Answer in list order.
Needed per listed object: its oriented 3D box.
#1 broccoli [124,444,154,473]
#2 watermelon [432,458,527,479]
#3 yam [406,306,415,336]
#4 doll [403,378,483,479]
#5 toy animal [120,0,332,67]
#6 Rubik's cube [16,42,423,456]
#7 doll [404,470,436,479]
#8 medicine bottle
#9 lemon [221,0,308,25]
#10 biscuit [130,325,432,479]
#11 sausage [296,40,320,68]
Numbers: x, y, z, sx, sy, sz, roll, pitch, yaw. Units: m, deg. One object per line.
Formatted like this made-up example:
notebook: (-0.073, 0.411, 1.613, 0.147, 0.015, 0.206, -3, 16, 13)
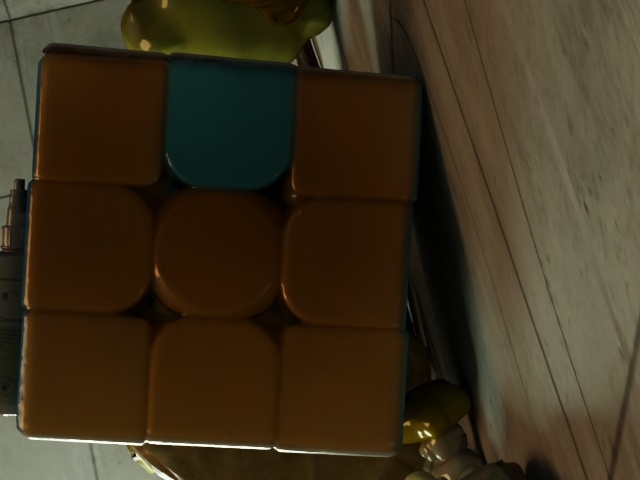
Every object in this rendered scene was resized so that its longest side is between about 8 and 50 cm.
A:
broccoli: (-0.101, 0.205, 2.516, 0.221, 0.361, 0.252, 59, -156, 13)
watermelon: (0.074, 0.248, 1.227, 0.322, 0.188, 0.175, 94, 161, -71)
yam: (0.018, 0.027, 1.777, 0.131, 0.131, 0.279, -134, 31, -82)
doll: (0.104, 0.176, 1.508, 0.135, 0.072, 0.113, 46, 160, 61)
toy animal: (-0.103, -0.266, 1.815, 0.191, 0.216, 0.338, -122, 23, -46)
Rubik's cube: (-0.081, 0.010, 1.463, 0.290, 0.291, 0.291, 158, 116, -87)
doll: (0.114, 0.334, 1.447, 0.271, 0.208, 0.144, 46, -148, 10)
medicine bottle: (-0.258, 0.047, 1.544, 0.057, 0.058, 0.199, -145, 58, -84)
lemon: (-0.053, -0.275, 1.288, 0.188, 0.188, 0.256, -112, 8, -65)
biscuit: (-0.023, 0.150, 1.655, 0.376, 0.269, 0.051, 45, 158, -4)
sausage: (-0.024, -0.239, 2.168, 0.028, 0.025, 0.198, 78, 177, -47)
